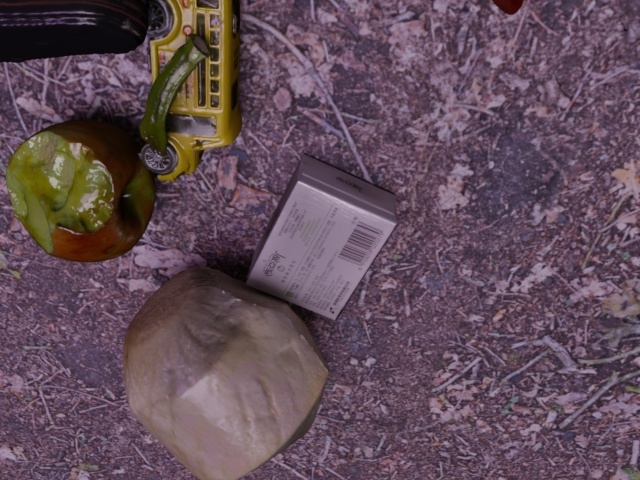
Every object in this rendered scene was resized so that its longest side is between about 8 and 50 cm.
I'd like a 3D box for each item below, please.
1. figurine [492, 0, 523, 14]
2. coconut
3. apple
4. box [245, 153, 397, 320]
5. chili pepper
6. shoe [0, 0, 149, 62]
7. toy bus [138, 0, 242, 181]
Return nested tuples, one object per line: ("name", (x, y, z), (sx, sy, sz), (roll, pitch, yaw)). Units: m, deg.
("figurine", (0.267, -0.419, 0.864), (0.173, 0.173, 0.173), (2, 125, 3))
("coconut", (-0.170, 0.254, 1.244), (0.344, 0.415, 0.415), (-39, 115, 5))
("apple", (-0.411, -0.082, 1.101), (0.226, 0.246, 0.246), (7, 125, 12))
("box", (0.000, 0.000, 1.202), (0.194, 0.111, 0.261), (24, 126, -11))
("chili pepper", (-0.222, -0.210, 0.945), (0.052, 0.050, 0.202), (47, 123, 19))
("shoe", (-0.403, -0.375, 0.868), (0.383, 0.171, 0.237), (3, 86, 19))
("toy bus", (-0.200, -0.256, 1.024), (0.151, 0.144, 0.331), (6, 123, 0))
